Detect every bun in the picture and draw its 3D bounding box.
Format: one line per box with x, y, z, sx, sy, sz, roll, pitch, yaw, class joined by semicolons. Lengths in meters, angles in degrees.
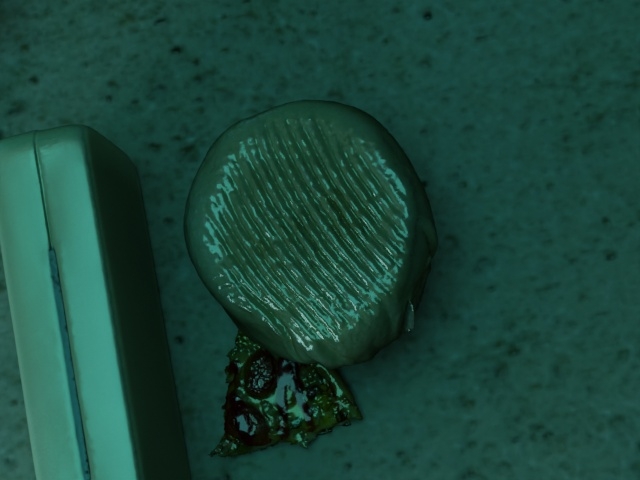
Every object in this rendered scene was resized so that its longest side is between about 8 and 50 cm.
0.000;0.000;1.143;0.166;0.113;0.173;-8;81;16;bun

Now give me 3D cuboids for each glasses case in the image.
-0.144;0.087;1.144;0.070;0.131;0.313;-13;79;8;glasses case

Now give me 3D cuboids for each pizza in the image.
-0.020;0.104;1.171;0.099;0.029;0.100;9;83;10;pizza
